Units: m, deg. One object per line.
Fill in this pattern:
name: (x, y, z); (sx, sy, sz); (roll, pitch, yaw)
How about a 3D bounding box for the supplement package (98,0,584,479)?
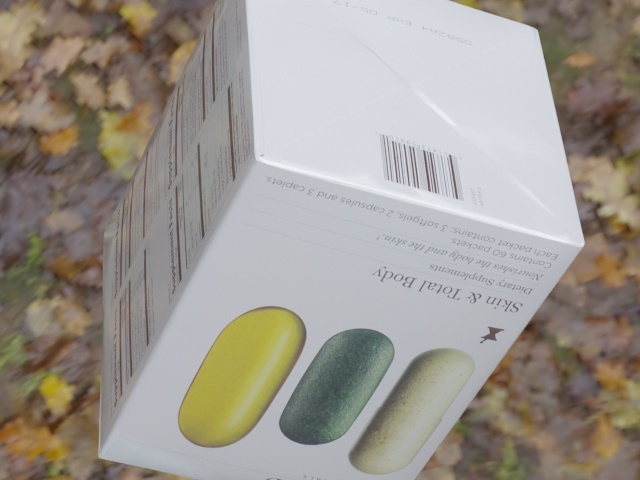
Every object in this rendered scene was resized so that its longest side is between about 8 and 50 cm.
supplement package: (0.000, 0.000, 1.161); (0.199, 0.262, 0.198); (15, 42, -18)
